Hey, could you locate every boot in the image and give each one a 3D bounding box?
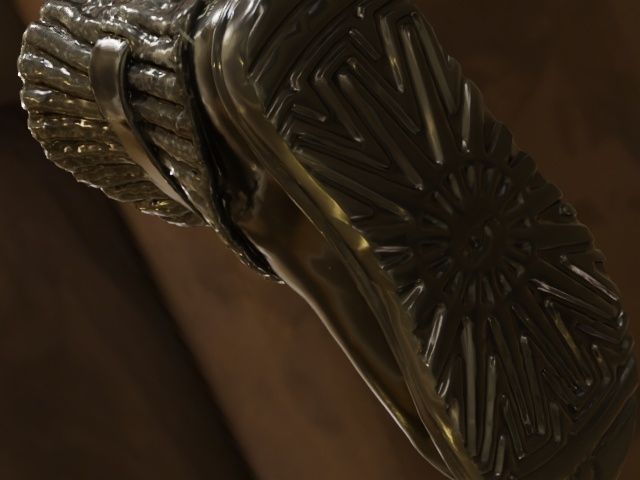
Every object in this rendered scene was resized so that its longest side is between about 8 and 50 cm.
[{"bbox_3d":[0.002,-0.003,1.008,0.260,0.131,0.348,-2,124,56],"label":"boot"}]
